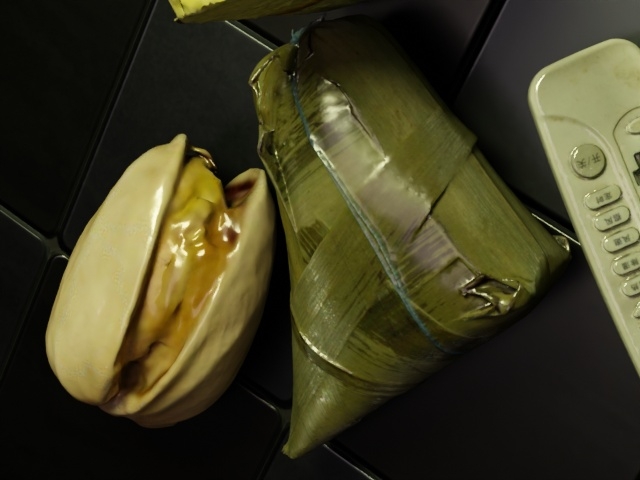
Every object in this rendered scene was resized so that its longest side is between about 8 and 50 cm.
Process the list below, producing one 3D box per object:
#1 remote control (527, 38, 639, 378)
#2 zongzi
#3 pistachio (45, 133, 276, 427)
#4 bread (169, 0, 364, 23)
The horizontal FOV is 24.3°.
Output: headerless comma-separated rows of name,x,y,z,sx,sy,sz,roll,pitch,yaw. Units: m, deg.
remote control,0.210,-0.015,0.969,0.090,0.049,0.230,-23,89,0
zongzi,0.000,0.000,1.050,0.274,0.125,0.251,-39,83,35
pistachio,-0.115,0.035,1.112,0.157,0.157,0.230,31,108,19
bread,-0.036,-0.269,0.924,0.198,0.263,0.236,-39,85,24
